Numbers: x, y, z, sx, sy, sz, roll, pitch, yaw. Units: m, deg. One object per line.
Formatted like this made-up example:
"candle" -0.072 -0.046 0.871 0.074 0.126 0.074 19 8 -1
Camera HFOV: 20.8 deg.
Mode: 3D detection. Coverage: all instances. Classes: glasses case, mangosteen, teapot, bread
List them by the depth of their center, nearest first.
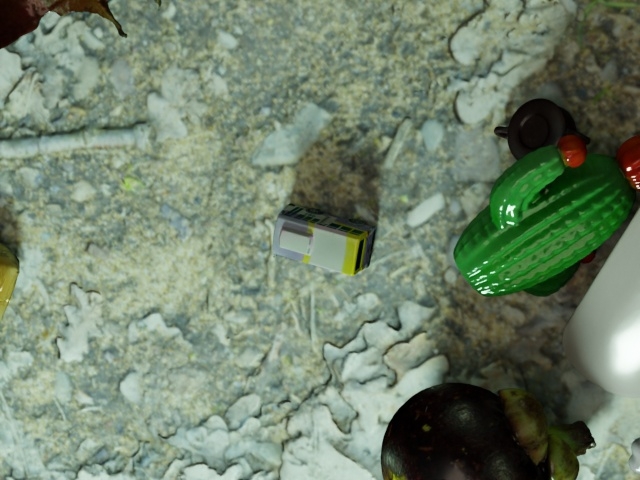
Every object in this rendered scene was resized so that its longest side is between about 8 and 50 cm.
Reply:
"glasses case" 0.329 0.034 1.656 0.113 0.075 0.297 33 129 8
"teapot" 0.217 -0.102 1.709 0.100 0.045 0.067 8 84 39
"mangosteen" 0.171 0.222 1.758 0.217 0.192 0.192 -25 95 -12
"bread" -0.387 0.051 2.000 0.072 0.053 0.106 32 120 16

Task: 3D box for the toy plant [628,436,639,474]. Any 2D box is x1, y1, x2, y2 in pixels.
"toy plant" 0.437 0.221 1.668 0.232 0.112 0.243 39 120 -5

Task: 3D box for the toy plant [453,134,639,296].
"toy plant" 0.230 -0.033 1.676 0.155 0.088 0.240 16 128 -30

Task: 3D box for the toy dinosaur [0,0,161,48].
"toy dinosaur" -0.249 -0.305 1.811 0.327 0.113 0.206 -10 100 23

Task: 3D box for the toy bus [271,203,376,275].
"toy bus" 0.000 0.000 1.819 0.102 0.058 0.052 16 109 18
